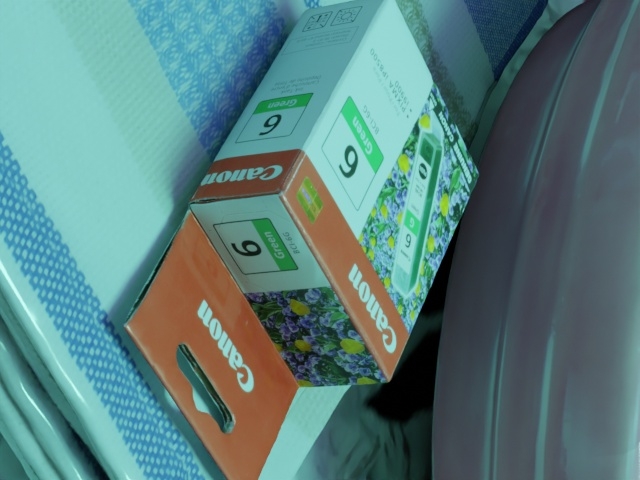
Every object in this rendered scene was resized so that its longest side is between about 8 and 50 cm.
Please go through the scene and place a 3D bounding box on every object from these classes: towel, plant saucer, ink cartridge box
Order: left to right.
[{"bbox_3d":[-0.022,-0.069,0.440,0.285,0.034,0.209,-58,132,-44],"label":"towel"},{"bbox_3d":[0.000,0.000,0.403,0.063,0.029,0.115,60,39,-33],"label":"ink cartridge box"},{"bbox_3d":[0.126,0.044,0.587,0.332,0.084,0.332,-18,111,-60],"label":"plant saucer"}]
